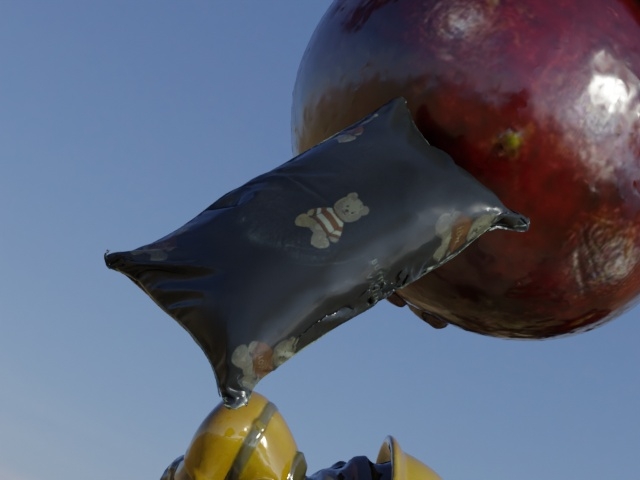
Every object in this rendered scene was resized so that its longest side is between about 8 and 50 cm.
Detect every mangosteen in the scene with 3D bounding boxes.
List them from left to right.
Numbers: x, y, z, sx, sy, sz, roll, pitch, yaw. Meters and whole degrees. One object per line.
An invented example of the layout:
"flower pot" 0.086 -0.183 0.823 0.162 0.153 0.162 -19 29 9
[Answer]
"mangosteen" 0.104 -0.079 0.829 0.215 0.258 0.215 29 9 -5

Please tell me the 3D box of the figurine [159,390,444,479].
"figurine" 0.006 0.221 1.360 0.257 0.167 0.192 39 15 -4

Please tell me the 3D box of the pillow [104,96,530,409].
"pillow" 0.000 -0.001 0.680 0.090 0.150 0.048 38 -28 50
